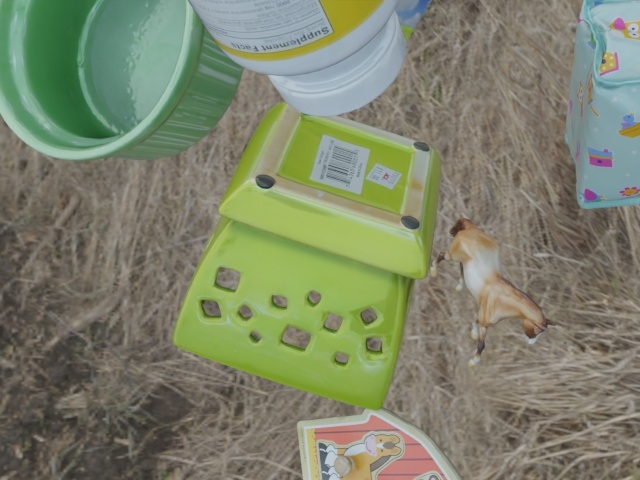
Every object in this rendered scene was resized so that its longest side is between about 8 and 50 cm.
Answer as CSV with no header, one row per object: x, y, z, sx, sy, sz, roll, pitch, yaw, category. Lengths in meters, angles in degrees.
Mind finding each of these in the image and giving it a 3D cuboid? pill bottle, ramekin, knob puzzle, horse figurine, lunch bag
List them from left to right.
-0.236,-0.238,1.002,0.303,0.148,0.303,-1,88,26,ramekin
-0.021,-0.142,0.381,0.103,0.184,0.103,-11,57,17,pill bottle
0.058,0.258,0.819,0.213,0.030,0.213,-3,85,37,knob puzzle
0.238,0.063,1.257,0.174,0.066,0.263,113,148,-51,horse figurine
0.418,-0.160,0.932,0.262,0.223,0.160,-5,54,9,lunch bag

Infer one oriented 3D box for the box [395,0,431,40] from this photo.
0.117,-0.353,1.324,0.042,0.109,0.178,42,116,20,box

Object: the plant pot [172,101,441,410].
0.000,0.000,0.851,0.227,0.228,0.207,18,128,0,plant pot
